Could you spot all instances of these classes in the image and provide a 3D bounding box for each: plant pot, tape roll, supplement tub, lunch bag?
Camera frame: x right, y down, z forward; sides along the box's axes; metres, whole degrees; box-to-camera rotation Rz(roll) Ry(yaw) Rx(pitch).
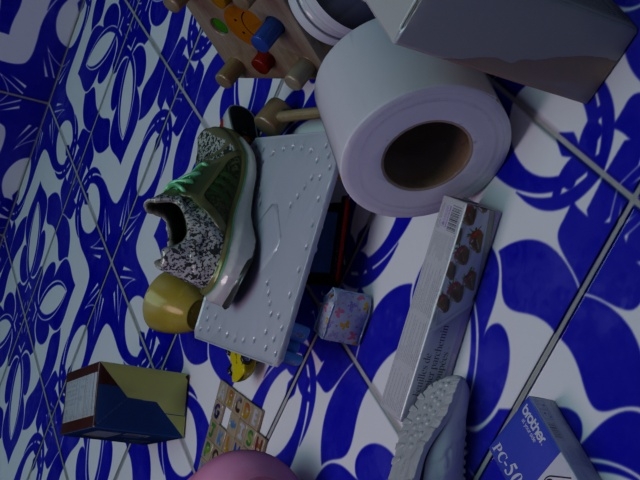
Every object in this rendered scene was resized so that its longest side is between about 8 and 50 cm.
[{"bbox_3d":[-0.281,0.136,2.373,0.095,0.134,0.134,20,98,36],"label":"plant pot"},{"bbox_3d":[0.126,-0.174,1.634,0.246,0.246,0.169,-54,36,35],"label":"tape roll"},{"bbox_3d":[0.084,-0.444,1.866,0.272,0.191,0.191,-30,54,54],"label":"supplement tub"},{"bbox_3d":[0.037,0.118,1.857,0.053,0.071,0.083,47,122,60],"label":"lunch bag"}]

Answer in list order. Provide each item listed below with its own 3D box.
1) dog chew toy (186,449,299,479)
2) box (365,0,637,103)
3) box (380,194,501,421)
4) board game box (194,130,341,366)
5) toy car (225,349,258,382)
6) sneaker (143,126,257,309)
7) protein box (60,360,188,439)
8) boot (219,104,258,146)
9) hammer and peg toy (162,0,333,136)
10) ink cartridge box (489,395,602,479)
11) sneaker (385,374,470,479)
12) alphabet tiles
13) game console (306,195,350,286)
[{"bbox_3d":[-0.153,0.462,1.946,0.332,0.206,0.207,146,130,-62],"label":"dog chew toy"},{"bbox_3d":[0.220,-0.288,1.442,0.121,0.311,0.148,-59,34,30],"label":"box"},{"bbox_3d":[0.168,0.098,1.641,0.067,0.063,0.324,28,103,62],"label":"box"},{"bbox_3d":[-0.079,0.008,2.006,0.390,0.050,0.390,6,79,64],"label":"board game box"},{"bbox_3d":[-0.156,0.143,2.206,0.225,0.053,0.239,4,82,61],"label":"toy car"},{"bbox_3d":[-0.220,-0.074,2.075,0.158,0.182,0.410,-52,31,35],"label":"sneaker"},{"bbox_3d":[-0.409,0.342,2.422,0.201,0.199,0.136,-22,60,56],"label":"protein box"},{"bbox_3d":[-0.187,-0.131,2.339,0.176,0.088,0.244,-54,29,37],"label":"boot"},{"bbox_3d":[-0.094,-0.351,2.084,0.266,0.361,0.127,8,53,44],"label":"hammer and peg toy"},{"bbox_3d":[0.280,0.293,1.386,0.097,0.046,0.207,-60,34,27],"label":"ink cartridge box"},{"bbox_3d":[0.157,0.296,1.573,0.090,0.094,0.235,-19,43,62],"label":"sneaker"},{"bbox_3d":[-0.164,0.387,2.171,0.237,0.009,0.198,22,99,61],"label":"alphabet tiles"},{"bbox_3d":[0.000,0.000,1.943,0.124,0.085,0.144,68,-151,-81],"label":"game console"}]
